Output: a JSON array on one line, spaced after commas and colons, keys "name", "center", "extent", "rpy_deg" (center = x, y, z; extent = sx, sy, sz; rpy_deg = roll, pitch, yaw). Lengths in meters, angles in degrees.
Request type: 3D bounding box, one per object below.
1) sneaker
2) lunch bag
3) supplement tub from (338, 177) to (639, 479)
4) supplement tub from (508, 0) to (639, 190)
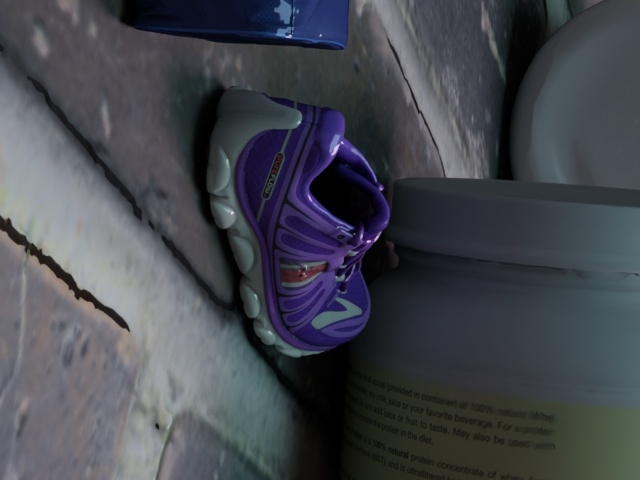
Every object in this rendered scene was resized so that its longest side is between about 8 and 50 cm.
[{"name": "sneaker", "center": [0.000, 0.000, 0.758], "extent": [0.170, 0.071, 0.068], "rpy_deg": [68, 32, -56]}, {"name": "lunch bag", "center": [-0.025, -0.108, 0.653], "extent": [0.098, 0.067, 0.065], "rpy_deg": [-11, 106, -72]}, {"name": "supplement tub", "center": [0.125, 0.135, 0.917], "extent": [0.235, 0.235, 0.325], "rpy_deg": [-12, 106, -71]}, {"name": "supplement tub", "center": [0.288, -0.073, 1.367], "extent": [0.316, 0.228, 0.228], "rpy_deg": [-3, 98, -72]}]
